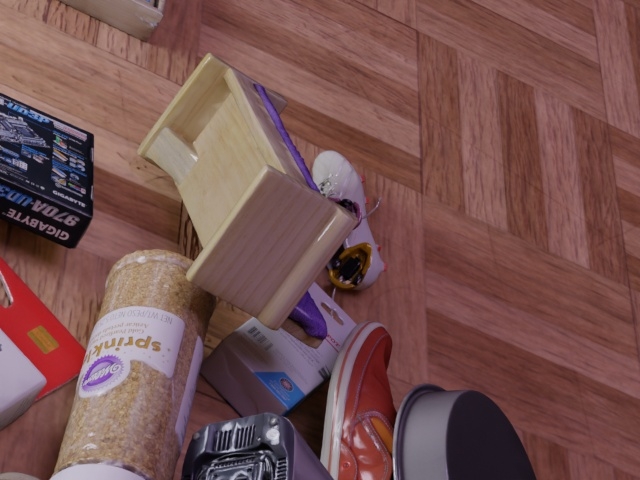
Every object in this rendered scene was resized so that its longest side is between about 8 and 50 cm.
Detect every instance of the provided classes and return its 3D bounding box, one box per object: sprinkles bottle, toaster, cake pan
[{"bbox_3d":[-0.187,0.166,1.915,0.121,0.121,0.355,28,39,-15],"label":"sprinkles bottle"},{"bbox_3d":[-0.057,0.288,1.861,0.146,0.129,0.227,49,36,-42],"label":"toaster"},{"bbox_3d":[0.167,0.286,2.038,0.293,0.054,0.293,44,36,-45],"label":"cake pan"}]

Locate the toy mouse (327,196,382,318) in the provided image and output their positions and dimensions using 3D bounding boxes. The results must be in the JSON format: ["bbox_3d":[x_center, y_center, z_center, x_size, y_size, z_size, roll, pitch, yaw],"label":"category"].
[{"bbox_3d":[0.000,0.000,2.260,0.143,0.031,0.161,30,75,18],"label":"toy mouse"}]

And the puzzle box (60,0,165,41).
[{"bbox_3d":[-0.307,-0.448,2.470,0.272,0.052,0.409,24,41,-21],"label":"puzzle box"}]

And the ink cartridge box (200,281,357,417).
[{"bbox_3d":[-0.038,0.125,2.126,0.104,0.060,0.180,46,38,8],"label":"ink cartridge box"}]

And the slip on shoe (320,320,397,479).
[{"bbox_3d":[0.054,0.227,2.040,0.101,0.123,0.331,0,47,8],"label":"slip on shoe"}]

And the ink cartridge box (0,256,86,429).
[{"bbox_3d":[-0.381,0.052,1.909,0.296,0.066,0.261,46,39,8],"label":"ink cartridge box"}]

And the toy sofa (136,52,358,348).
[{"bbox_3d":[-0.064,-0.049,2.095,0.177,0.150,0.362,30,14,-24],"label":"toy sofa"}]

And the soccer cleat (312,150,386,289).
[{"bbox_3d":[0.020,-0.029,2.325,0.076,0.068,0.196,4,53,-33],"label":"soccer cleat"}]

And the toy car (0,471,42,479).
[{"bbox_3d":[-0.295,0.303,1.671,0.155,0.149,0.188,31,42,-4],"label":"toy car"}]

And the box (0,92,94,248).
[{"bbox_3d":[-0.347,-0.095,2.062,0.220,0.051,0.175,24,28,-21],"label":"box"}]
